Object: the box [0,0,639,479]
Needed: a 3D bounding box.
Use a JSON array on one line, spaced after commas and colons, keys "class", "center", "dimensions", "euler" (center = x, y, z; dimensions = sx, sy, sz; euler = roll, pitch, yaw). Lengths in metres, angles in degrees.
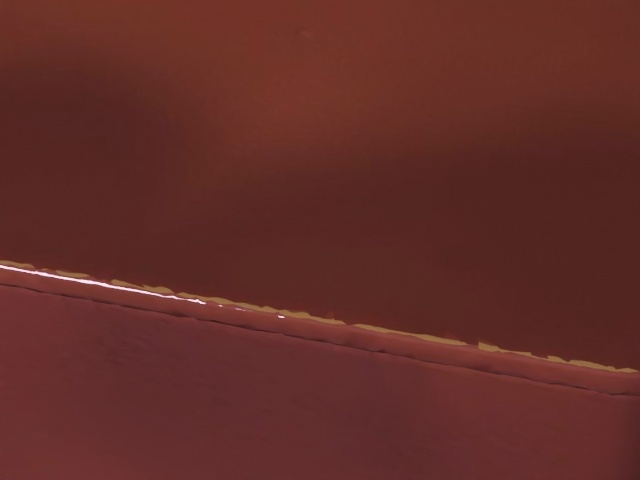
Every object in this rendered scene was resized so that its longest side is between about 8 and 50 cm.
[{"class": "box", "center": [0.000, 0.000, 0.734], "dimensions": [0.339, 0.229, 0.239], "euler": [9, 51, 10]}]
